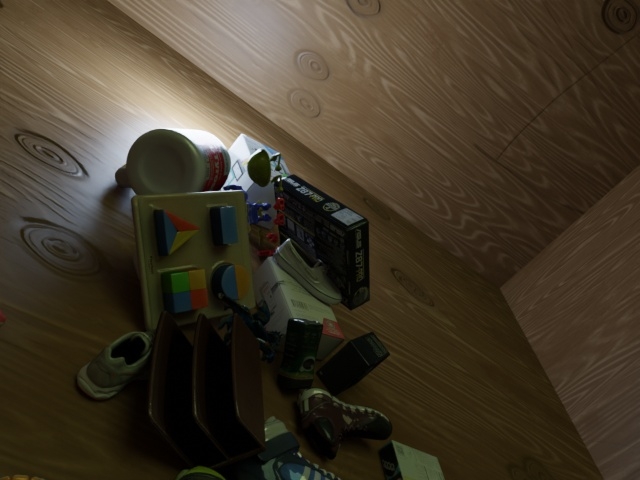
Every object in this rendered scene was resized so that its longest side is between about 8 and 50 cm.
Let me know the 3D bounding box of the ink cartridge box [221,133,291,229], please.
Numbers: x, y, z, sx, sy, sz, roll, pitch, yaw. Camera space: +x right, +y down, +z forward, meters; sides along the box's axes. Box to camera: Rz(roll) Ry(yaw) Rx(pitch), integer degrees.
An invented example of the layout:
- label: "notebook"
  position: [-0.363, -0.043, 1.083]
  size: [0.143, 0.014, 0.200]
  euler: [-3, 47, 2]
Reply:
- label: "ink cartridge box"
  position: [-0.241, -0.218, 2.092]
  size: [0.198, 0.197, 0.270]
  euler: [22, 30, -40]

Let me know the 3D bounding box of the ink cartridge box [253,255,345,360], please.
- label: "ink cartridge box"
  position: [-0.075, 0.205, 1.695]
  size: [0.207, 0.117, 0.283]
  euler: [23, 29, -39]

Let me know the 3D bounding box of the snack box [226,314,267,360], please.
- label: "snack box"
  position: [-0.197, 0.257, 1.502]
  size: [0.100, 0.037, 0.141]
  euler: [33, 25, -18]

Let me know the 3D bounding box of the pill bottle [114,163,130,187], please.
- label: "pill bottle"
  position: [-0.572, -0.207, 1.699]
  size: [0.065, 0.065, 0.116]
  euler: [38, 22, -11]

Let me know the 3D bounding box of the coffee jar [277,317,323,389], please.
- label: "coffee jar"
  position: [-0.055, 0.302, 1.482]
  size: [0.079, 0.184, 0.096]
  euler: [8, -5, 42]

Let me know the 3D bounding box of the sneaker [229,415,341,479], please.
- label: "sneaker"
  position: [-0.045, 0.486, 1.201]
  size: [0.323, 0.130, 0.236]
  euler: [20, 36, -31]

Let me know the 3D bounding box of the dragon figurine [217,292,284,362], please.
- label: "dragon figurine"
  position: [-0.167, 0.198, 1.360]
  size: [0.144, 0.289, 0.085]
  euler: [2, 47, 4]

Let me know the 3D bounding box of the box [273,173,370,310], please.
- label: "box"
  position: [0.000, 0.000, 1.814]
  size: [0.097, 0.318, 0.395]
  euler: [-24, 39, -29]

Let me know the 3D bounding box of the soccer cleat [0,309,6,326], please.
- label: "soccer cleat"
  position: [-0.670, 0.068, 1.036]
  size: [0.248, 0.083, 0.095]
  euler: [46, -8, 23]

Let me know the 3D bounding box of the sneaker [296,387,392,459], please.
- label: "sneaker"
  position: [0.061, 0.499, 1.428]
  size: [0.282, 0.106, 0.162]
  euler: [24, 31, -15]

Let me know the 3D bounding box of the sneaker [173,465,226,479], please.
- label: "sneaker"
  position: [-0.130, 0.494, 0.975]
  size: [0.300, 0.111, 0.121]
  euler: [22, -20, 0]

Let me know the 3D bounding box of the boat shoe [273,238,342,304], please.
- label: "boat shoe"
  position: [-0.023, 0.096, 1.708]
  size: [0.258, 0.084, 0.095]
  euler: [38, 21, -12]

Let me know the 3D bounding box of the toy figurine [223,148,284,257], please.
- label: "toy figurine"
  position: [-0.252, -0.110, 1.803]
  size: [0.217, 0.362, 0.191]
  euler: [-7, 12, -29]

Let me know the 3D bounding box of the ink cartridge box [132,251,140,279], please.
- label: "ink cartridge box"
  position: [-0.369, 0.047, 1.468]
  size: [0.191, 0.139, 0.082]
  euler: [15, 36, -48]

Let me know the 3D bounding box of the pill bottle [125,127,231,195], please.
- label: "pill bottle"
  position: [-0.418, -0.234, 1.751]
  size: [0.229, 0.229, 0.407]
  euler: [41, 12, -2]

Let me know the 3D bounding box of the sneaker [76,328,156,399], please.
- label: "sneaker"
  position: [-0.368, 0.231, 1.155]
  size: [0.099, 0.121, 0.262]
  euler: [45, 22, 6]

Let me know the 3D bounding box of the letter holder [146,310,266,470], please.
- label: "letter holder"
  position: [-0.231, 0.274, 1.148]
  size: [0.301, 0.152, 0.214]
  euler: [-104, 170, -56]

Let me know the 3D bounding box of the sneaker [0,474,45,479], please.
- label: "sneaker"
  position: [-0.390, 0.418, 0.840]
  size: [0.215, 0.084, 0.083]
  euler: [20, 33, -26]

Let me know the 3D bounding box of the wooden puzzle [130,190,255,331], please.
- label: "wooden puzzle"
  position: [-0.288, 0.039, 1.384]
  size: [0.348, 0.081, 0.321]
  euler: [-9, 93, -49]

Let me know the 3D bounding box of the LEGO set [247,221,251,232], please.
- label: "LEGO set"
  position: [-0.346, -0.003, 1.610]
  size: [0.287, 0.132, 0.107]
  euler: [8, 39, -18]

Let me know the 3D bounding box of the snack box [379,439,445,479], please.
- label: "snack box"
  position: [0.271, 0.692, 1.449]
  size: [0.187, 0.060, 0.321]
  euler: [30, 25, -26]

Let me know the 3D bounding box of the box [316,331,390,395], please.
- label: "box"
  position: [0.098, 0.361, 1.646]
  size: [0.093, 0.156, 0.158]
  euler: [51, 24, 19]
